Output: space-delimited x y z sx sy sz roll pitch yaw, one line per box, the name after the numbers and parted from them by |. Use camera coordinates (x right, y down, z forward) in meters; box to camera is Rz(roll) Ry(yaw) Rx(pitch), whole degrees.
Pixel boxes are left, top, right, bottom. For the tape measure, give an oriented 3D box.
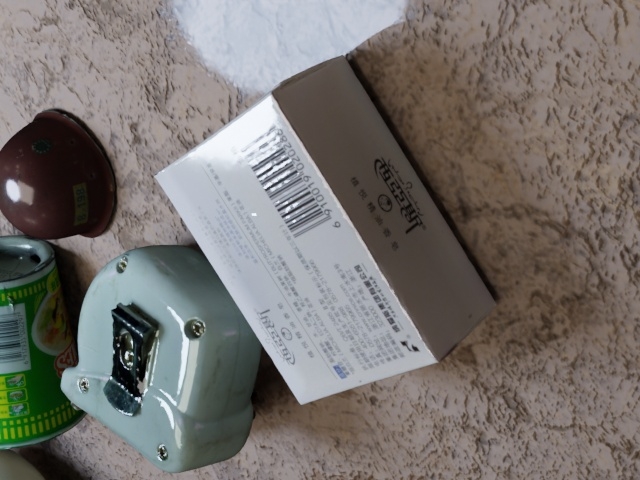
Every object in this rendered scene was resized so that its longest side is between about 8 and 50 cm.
-0.186 0.130 1.152 0.243 0.125 0.246 24 112 39 | tape measure

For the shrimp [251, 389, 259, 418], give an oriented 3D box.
-0.171 0.186 1.268 0.294 0.062 0.154 -6 106 45 | shrimp

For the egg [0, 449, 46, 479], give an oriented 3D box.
-0.521 0.455 1.535 0.345 0.283 0.283 60 143 31 | egg

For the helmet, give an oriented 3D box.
-0.337 -0.058 1.228 0.155 0.106 0.175 35 138 21 | helmet

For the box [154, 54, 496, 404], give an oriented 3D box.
0.001 -0.001 0.955 0.203 0.116 0.274 -28 96 47 | box

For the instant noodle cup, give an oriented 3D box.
-0.420 0.128 1.359 0.207 0.207 0.232 18 120 33 | instant noodle cup
